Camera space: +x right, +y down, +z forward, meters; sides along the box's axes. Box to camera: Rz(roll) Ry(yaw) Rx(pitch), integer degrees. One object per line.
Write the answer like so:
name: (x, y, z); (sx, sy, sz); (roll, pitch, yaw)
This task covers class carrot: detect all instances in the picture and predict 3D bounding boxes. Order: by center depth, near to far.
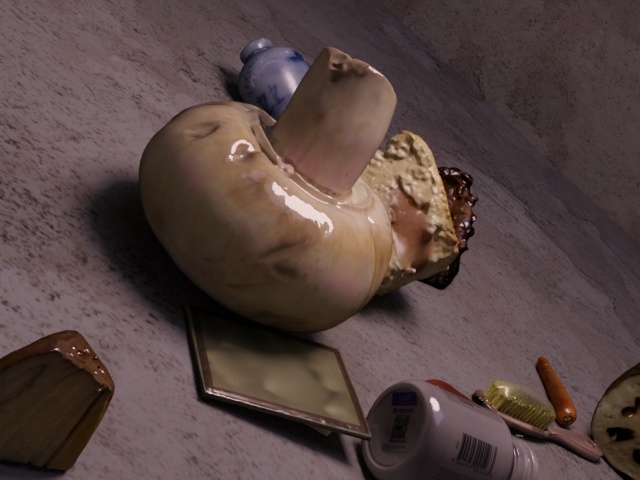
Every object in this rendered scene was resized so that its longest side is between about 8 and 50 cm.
carrot: (0.406, 0.259, 1.992); (0.037, 0.037, 0.190); (33, 19, -19)

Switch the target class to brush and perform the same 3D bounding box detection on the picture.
brush: (0.368, 0.288, 1.829); (0.313, 0.067, 0.072); (28, 24, -35)

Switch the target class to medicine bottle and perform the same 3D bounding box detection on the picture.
medicine bottle: (0.168, 0.266, 1.428); (0.215, 0.135, 0.135); (27, 25, -32)

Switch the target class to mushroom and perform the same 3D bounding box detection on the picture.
mushroom: (-0.054, -0.059, 1.505); (0.353, 0.353, 0.325); (47, -12, 16)

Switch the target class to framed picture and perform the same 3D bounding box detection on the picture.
framed picture: (-0.054, 0.157, 1.390); (0.231, 0.010, 0.173); (20, 26, -26)

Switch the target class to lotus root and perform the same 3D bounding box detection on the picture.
lotus root: (-0.255, 0.133, 1.017); (0.159, 0.135, 0.095); (37, 16, -49)
lotus root: (0.641, 0.312, 2.020); (0.250, 0.250, 0.346); (51, 21, 24)

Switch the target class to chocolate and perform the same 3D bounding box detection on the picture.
chocolate: (0.207, -0.046, 2.055); (0.224, 0.177, 0.206); (23, 27, -35)

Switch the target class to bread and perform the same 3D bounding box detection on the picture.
bread: (0.106, -0.025, 1.803); (0.211, 0.184, 0.224); (76, -1, -74)

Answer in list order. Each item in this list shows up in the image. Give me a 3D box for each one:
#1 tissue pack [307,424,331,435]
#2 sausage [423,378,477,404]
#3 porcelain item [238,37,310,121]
tissue pack: (-0.007, 0.195, 1.423); (0.056, 0.023, 0.108); (34, 22, -11)
sausage: (0.183, 0.247, 1.581); (0.141, 0.076, 0.076); (33, 22, -16)
porcelain item: (-0.059, -0.252, 2.082); (0.141, 0.141, 0.259); (2, 52, -58)
